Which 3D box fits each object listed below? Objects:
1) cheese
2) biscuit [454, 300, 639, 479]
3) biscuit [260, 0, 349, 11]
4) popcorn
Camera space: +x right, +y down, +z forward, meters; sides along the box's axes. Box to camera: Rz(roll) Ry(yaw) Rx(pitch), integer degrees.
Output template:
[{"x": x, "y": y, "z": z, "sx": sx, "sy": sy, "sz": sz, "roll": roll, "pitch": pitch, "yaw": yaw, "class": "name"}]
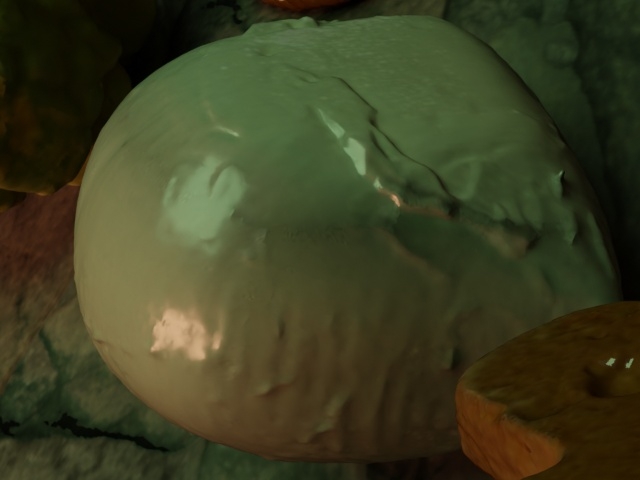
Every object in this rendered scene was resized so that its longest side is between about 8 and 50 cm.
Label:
[{"x": 0.000, "y": 0.000, "z": 0.598, "sx": 0.198, "sy": 0.189, "sz": 0.154, "roll": -118, "pitch": 36, "yaw": -54, "class": "cheese"}, {"x": 0.139, "y": 0.063, "z": 0.360, "sx": 0.284, "sy": 0.043, "sz": 0.306, "roll": -11, "pitch": 18, "yaw": 28, "class": "biscuit"}, {"x": 0.045, "y": -0.260, "z": 0.874, "sx": 0.305, "sy": 0.038, "sz": 0.305, "roll": -30, "pitch": 41, "yaw": 31, "class": "biscuit"}, {"x": -0.237, "y": -0.140, "z": 0.901, "sx": 0.282, "sy": 0.282, "sz": 0.247, "roll": -21, "pitch": 17, "yaw": 38, "class": "popcorn"}]
